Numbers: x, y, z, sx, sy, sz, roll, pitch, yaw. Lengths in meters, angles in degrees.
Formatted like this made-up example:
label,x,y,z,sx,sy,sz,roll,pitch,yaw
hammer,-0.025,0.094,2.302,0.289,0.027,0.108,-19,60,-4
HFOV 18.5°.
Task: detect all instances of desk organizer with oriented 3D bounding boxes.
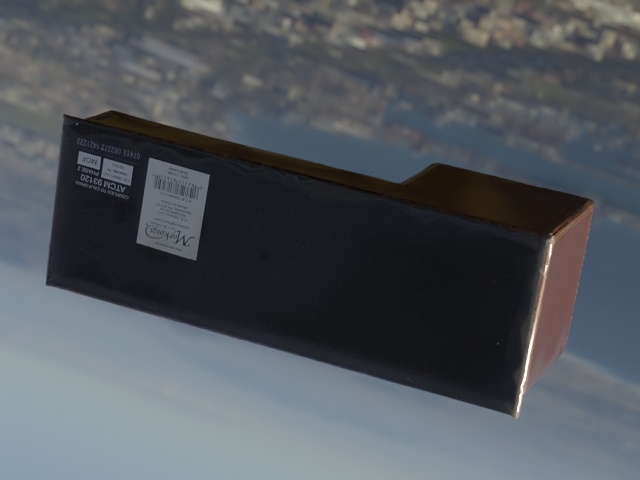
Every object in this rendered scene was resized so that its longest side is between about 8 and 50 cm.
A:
label,x,y,z,sx,sy,sz,roll,pitch,yaw
desk organizer,0.000,0.000,0.505,0.130,0.047,0.050,15,-162,19
